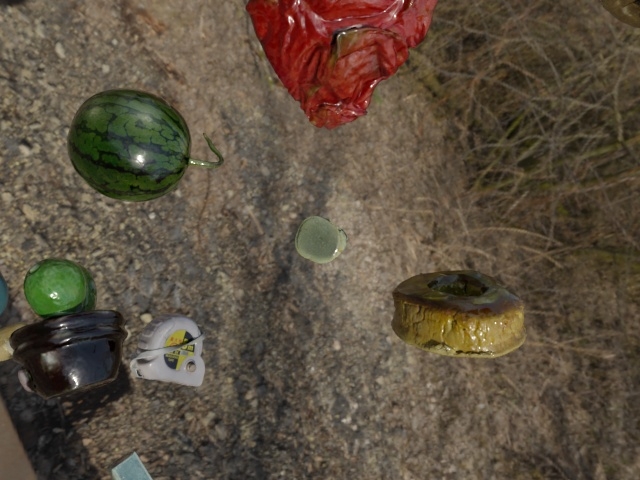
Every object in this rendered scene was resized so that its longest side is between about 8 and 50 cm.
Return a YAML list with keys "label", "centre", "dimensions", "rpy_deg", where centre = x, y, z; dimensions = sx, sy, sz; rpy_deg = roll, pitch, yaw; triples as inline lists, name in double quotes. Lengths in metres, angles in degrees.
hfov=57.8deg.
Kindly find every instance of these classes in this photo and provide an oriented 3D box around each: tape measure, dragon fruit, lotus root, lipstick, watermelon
- label: "tape measure"
  centre: [-0.414, 0.302, 1.615]
  dimensions: [0.236, 0.120, 0.197]
  rpy_deg: [30, 70, -50]
- label: "dragon fruit"
  centre: [0.048, -0.337, 0.911]
  dimensions: [0.240, 0.303, 0.329]
  rpy_deg: [-63, 156, -60]
- label: "lotus root"
  centre: [-0.704, 0.230, 1.322]
  dimensions: [0.073, 0.151, 0.062]
  rpy_deg: [65, -7, 0]
- label: "lipstick"
  centre: [-0.426, 0.671, 1.452]
  dimensions: [0.077, 0.076, 0.289]
  rpy_deg: [-32, 91, -38]
- label: "watermelon"
  centre: [-0.217, -0.116, 0.730]
  dimensions: [0.188, 0.140, 0.140]
  rpy_deg: [10, 55, -8]

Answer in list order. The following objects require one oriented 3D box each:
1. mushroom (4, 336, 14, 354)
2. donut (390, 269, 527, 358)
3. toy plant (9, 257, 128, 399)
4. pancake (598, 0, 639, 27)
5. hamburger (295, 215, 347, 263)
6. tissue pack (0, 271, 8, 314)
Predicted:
- label: "mushroom"
  centre: [-0.548, 0.210, 1.207]
  dimensions: [0.202, 0.059, 0.054]
  rpy_deg: [5, 23, -48]
- label: "donut"
  centre: [0.338, 0.166, 1.426]
  dimensions: [0.330, 0.330, 0.159]
  rpy_deg: [-16, 111, -54]
- label: "toy plant"
  centre: [-0.414, 0.131, 0.952]
  dimensions: [0.176, 0.218, 0.234]
  rpy_deg: [-12, 77, -19]
- label: "pancake"
  centre: [0.600, -0.421, 0.998]
  dimensions: [0.242, 0.242, 0.050]
  rpy_deg: [9, 83, -50]
- label: "hamburger"
  centre: [0.000, 0.000, 1.666]
  dimensions: [0.140, 0.133, 0.062]
  rpy_deg: [27, 7, 14]
- label: "tissue pack"
  centre: [-0.759, 0.063, 1.126]
  dimensions: [0.287, 0.206, 0.198]
  rpy_deg: [52, 34, -1]
